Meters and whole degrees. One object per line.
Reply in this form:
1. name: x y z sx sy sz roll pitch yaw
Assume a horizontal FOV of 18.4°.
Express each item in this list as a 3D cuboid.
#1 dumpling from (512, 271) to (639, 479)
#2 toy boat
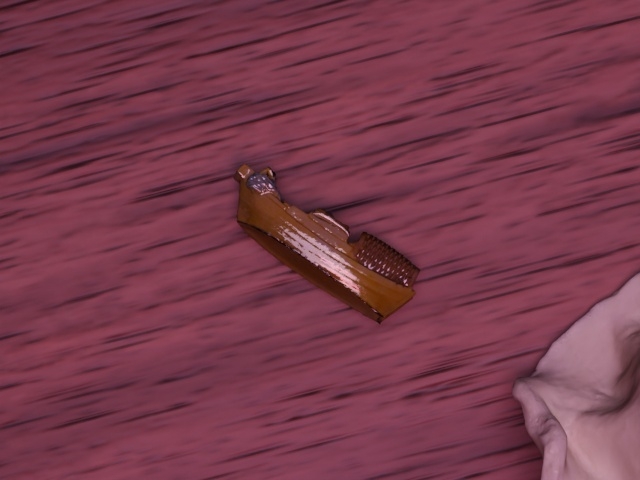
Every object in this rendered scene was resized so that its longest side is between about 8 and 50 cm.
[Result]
1. dumpling: 0.285 0.114 1.292 0.318 0.187 0.243 -16 48 -1
2. toy boat: 0.000 0.000 1.350 0.149 0.047 0.049 34 73 2
